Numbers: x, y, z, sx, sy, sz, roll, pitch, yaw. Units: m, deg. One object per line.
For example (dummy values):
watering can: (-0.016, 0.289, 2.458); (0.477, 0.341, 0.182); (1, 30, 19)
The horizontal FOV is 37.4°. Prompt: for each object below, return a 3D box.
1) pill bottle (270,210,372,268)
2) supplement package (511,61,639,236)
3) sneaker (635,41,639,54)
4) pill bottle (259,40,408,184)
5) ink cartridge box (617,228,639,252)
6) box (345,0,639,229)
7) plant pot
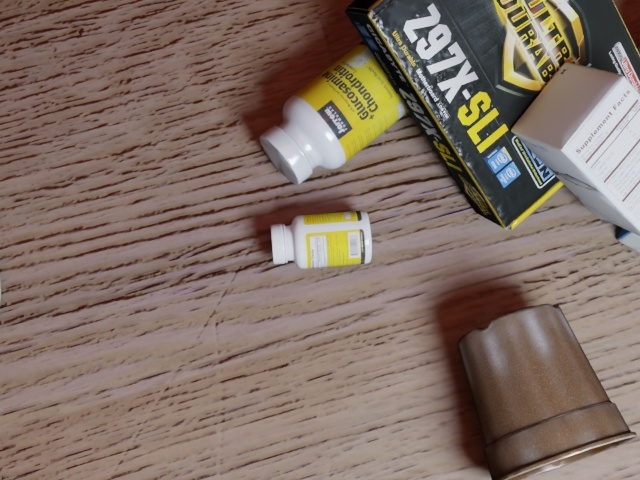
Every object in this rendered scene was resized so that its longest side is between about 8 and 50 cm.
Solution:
pill bottle: (0.000, 0.000, 1.121); (0.116, 0.065, 0.065); (-4, 77, -4)
supplement package: (0.323, -0.100, 1.060); (0.179, 0.105, 0.105); (38, 92, -28)
sneaker: (0.478, -0.272, 1.172); (0.221, 0.128, 0.087); (-43, 83, -10)
pill bottle: (0.020, -0.152, 1.139); (0.184, 0.103, 0.103); (-40, 81, -11)
ink cartridge box: (0.479, -0.073, 1.150); (0.134, 0.078, 0.231); (29, 77, 5)
box: (0.217, -0.213, 1.082); (0.257, 0.079, 0.322); (-39, 117, -5)
plant pot: (0.236, 0.169, 1.049); (0.167, 0.167, 0.165); (-18, 70, -6)
